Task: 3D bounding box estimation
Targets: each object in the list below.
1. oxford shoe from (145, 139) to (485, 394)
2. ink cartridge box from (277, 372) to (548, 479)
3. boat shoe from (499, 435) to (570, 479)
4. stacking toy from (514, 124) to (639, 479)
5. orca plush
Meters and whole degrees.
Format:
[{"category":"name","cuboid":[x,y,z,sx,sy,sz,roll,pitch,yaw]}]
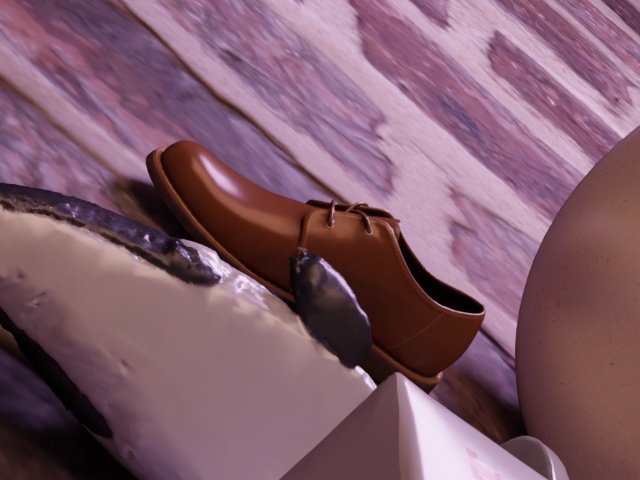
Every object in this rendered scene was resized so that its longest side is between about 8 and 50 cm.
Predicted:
[{"category":"oxford shoe","cuboid":[0.000,0.000,1.092,0.212,0.076,0.076,34,24,-19]},{"category":"ink cartridge box","cuboid":[0.125,0.262,0.683,0.385,0.160,0.279,35,22,-20]},{"category":"boat shoe","cuboid":[0.105,0.187,0.933,0.081,0.079,0.227,44,23,-24]},{"category":"stacking toy","cuboid":[0.361,0.140,1.290,0.480,0.351,0.350,50,10,-48]},{"category":"orca plush","cuboid":[-0.082,0.065,0.848,0.287,0.102,0.151,21,73,-25]}]
